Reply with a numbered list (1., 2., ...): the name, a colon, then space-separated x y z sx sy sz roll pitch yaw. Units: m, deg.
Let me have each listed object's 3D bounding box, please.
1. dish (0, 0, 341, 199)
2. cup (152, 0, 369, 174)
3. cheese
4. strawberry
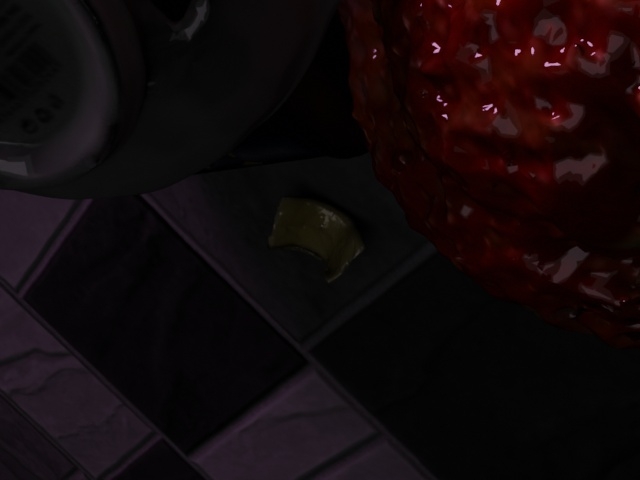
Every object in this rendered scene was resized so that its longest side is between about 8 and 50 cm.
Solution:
1. dish: -0.133 -0.115 0.381 0.303 0.120 0.303 8 136 8
2. cup: -0.116 -0.155 0.572 0.256 0.178 0.255 -5 139 33
3. cheese: 0.001 0.000 0.715 0.084 0.041 0.060 33 124 21
4. strawberry: 0.130 -0.134 0.418 0.312 0.267 0.351 -42 77 24
